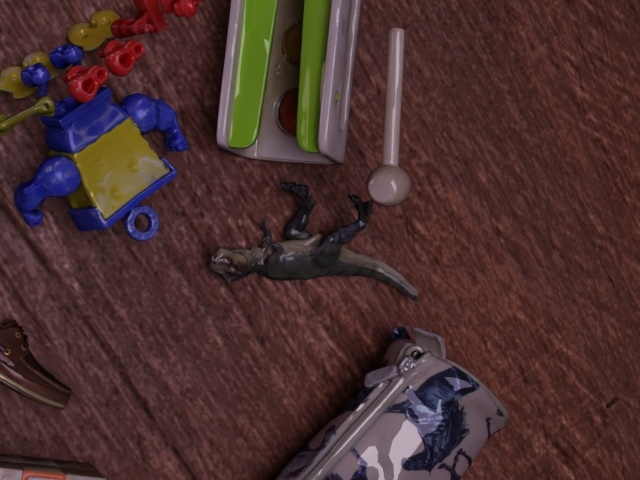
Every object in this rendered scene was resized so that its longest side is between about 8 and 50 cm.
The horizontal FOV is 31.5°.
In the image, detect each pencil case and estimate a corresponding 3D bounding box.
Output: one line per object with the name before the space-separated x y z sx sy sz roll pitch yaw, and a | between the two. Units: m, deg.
pencil case | 0.021 0.286 1.251 0.410 0.160 0.183 -46 123 -16

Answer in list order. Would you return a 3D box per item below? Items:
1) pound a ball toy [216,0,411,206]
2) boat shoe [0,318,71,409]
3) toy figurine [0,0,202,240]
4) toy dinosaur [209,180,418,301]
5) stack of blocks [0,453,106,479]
pound a ball toy | 0.012 -0.198 1.244 0.208 0.136 0.319 5 88 13
boat shoe | -0.325 0.110 1.161 0.178 0.064 0.060 37 79 -16
toy figurine | -0.227 -0.075 1.134 0.362 0.191 0.217 -43 121 -33
toy dinosaur | 0.000 0.000 1.299 0.268 0.064 0.118 6 102 -23
stack of blocks | -0.379 0.296 1.126 0.297 0.087 0.171 12 86 -22
